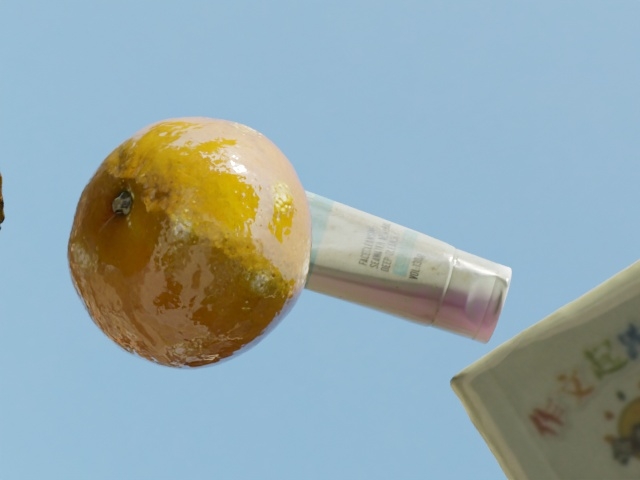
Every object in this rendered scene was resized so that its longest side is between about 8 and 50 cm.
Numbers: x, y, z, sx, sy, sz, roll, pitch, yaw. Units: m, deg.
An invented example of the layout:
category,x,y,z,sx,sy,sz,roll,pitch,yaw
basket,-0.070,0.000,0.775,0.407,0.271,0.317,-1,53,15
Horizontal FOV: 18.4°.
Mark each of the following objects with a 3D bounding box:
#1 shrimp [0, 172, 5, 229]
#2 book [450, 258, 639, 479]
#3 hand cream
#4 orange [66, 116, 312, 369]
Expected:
category,x,y,z,sx,sy,sz,roll,pitch,yaw
shrimp,-0.219,-0.117,1.148,0.117,0.066,0.262,-44,-120,51
book,0.153,0.082,0.379,0.162,0.022,0.232,-33,-100,7
hand cream,0.000,0.000,1.614,0.312,0.111,0.070,19,-36,-4
orange,-0.082,-0.001,1.188,0.156,0.124,0.156,-14,-120,26
